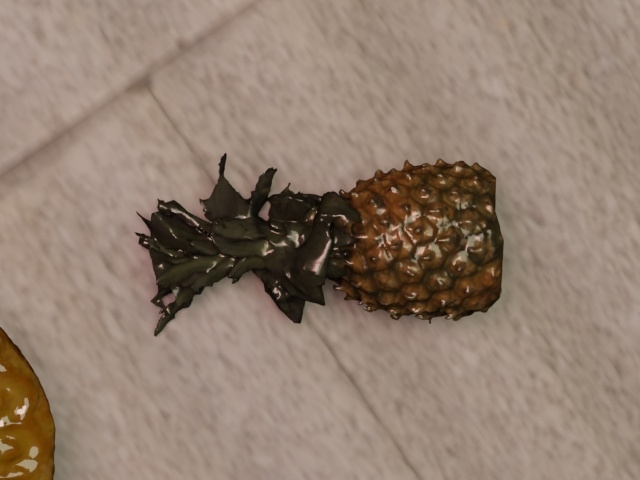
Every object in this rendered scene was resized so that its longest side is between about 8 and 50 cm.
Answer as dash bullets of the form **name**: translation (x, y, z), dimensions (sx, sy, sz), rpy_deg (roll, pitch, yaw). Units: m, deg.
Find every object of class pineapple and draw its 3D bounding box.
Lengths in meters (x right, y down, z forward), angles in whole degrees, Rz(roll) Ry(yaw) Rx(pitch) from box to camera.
- **pineapple**: translation (0.000, 0.000, 1.339), dimensions (0.251, 0.125, 0.125), rpy_deg (-4, 85, -9)

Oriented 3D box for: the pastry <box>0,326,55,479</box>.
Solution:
- **pastry**: translation (-0.280, 0.130, 1.199), dimensions (0.235, 0.132, 0.240), rpy_deg (-25, 101, -9)
